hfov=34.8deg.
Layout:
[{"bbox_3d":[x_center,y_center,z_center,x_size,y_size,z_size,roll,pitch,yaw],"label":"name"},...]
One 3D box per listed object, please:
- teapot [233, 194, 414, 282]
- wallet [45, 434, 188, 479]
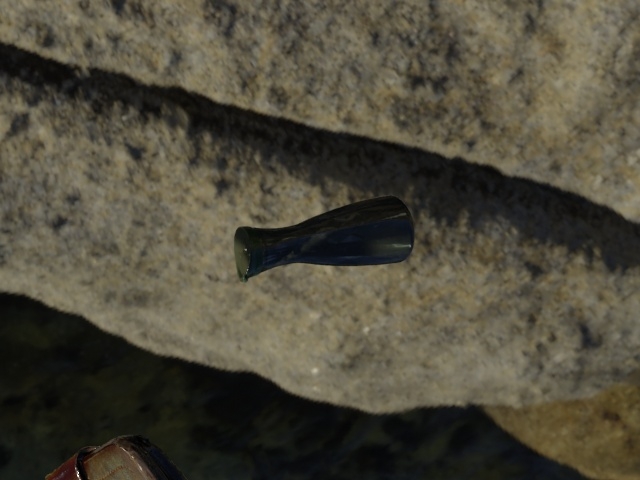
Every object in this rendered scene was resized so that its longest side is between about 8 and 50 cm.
[{"bbox_3d":[0.000,0.000,0.611,0.111,0.043,0.042,-9,136,-26],"label":"teapot"},{"bbox_3d":[-0.179,0.243,0.865,0.255,0.137,0.031,-36,179,44],"label":"wallet"}]
